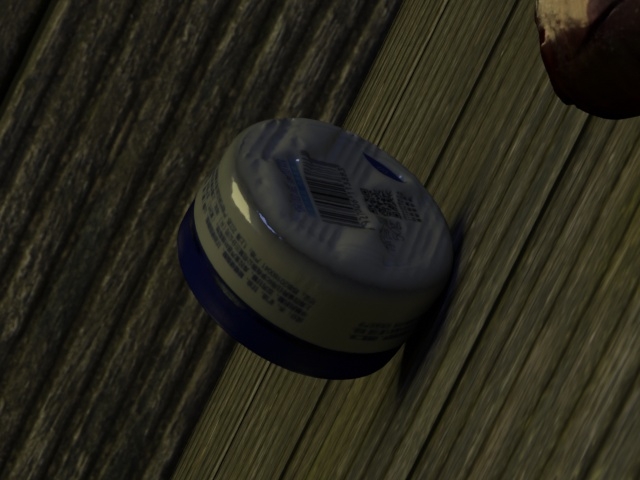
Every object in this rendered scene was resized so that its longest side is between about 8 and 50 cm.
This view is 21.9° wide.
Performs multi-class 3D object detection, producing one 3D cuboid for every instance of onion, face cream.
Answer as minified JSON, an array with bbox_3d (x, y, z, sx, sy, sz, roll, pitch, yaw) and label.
[{"bbox_3d":[0.193,-0.152,0.865,0.098,0.151,0.206,-4,63,42],"label":"onion"},{"bbox_3d":[0.000,0.000,1.305,0.111,0.206,0.206,-56,10,32],"label":"face cream"}]
